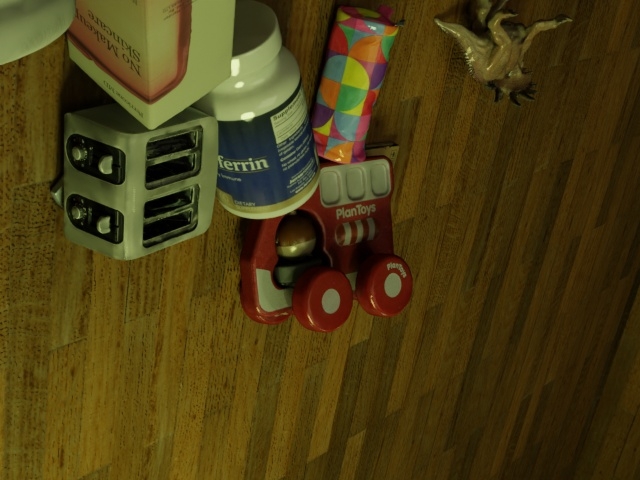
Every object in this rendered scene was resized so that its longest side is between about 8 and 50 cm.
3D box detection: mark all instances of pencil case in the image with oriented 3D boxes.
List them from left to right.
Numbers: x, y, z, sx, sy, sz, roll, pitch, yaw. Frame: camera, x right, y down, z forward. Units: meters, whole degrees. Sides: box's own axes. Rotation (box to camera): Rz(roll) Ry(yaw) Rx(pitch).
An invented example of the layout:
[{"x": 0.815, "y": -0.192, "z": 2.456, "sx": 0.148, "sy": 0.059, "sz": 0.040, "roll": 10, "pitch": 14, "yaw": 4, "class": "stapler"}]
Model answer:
[{"x": 0.049, "y": -0.234, "z": 1.507, "sx": 0.104, "sy": 0.104, "sz": 0.236, "roll": -10, "pitch": 123, "yaw": -50, "class": "pencil case"}]

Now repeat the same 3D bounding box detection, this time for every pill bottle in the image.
[{"x": -0.092, "y": -0.168, "z": 1.314, "sx": 0.153, "sy": 0.153, "sz": 0.265, "roll": -42, "pitch": 142, "yaw": -26, "class": "pill bottle"}]

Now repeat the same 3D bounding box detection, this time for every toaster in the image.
[{"x": -0.215, "y": -0.081, "z": 1.230, "sx": 0.185, "sy": 0.110, "sz": 0.168, "roll": -23, "pitch": 129, "yaw": -48, "class": "toaster"}]

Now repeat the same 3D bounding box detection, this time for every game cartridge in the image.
[{"x": -0.296, "y": -0.055, "z": 1.249, "sx": 0.056, "sy": 0.017, "sz": 0.083, "roll": -57, "pitch": 147, "yaw": -13, "class": "game cartridge"}]

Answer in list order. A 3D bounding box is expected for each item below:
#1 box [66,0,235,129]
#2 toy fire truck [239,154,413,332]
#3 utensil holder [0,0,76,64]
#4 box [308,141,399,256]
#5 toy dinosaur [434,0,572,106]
[{"x": -0.183, "y": -0.258, "z": 1.067, "sx": 0.127, "sy": 0.148, "sz": 0.232, "roll": -40, "pitch": 161, "yaw": -26, "class": "box"}, {"x": 0.000, "y": 0.000, "z": 1.569, "sx": 0.302, "sy": 0.169, "sz": 0.254, "roll": -10, "pitch": 98, "yaw": -39, "class": "toy fire truck"}, {"x": -0.347, "y": -0.341, "z": 0.694, "sx": 0.327, "sy": 0.327, "sz": 0.386, "roll": -26, "pitch": 131, "yaw": -41, "class": "utensil holder"}, {"x": 0.055, "y": -0.065, "z": 1.708, "sx": 0.164, "sy": 0.021, "sz": 0.201, "roll": -13, "pitch": 124, "yaw": -49, "class": "box"}, {"x": 0.310, "y": -0.323, "z": 1.775, "sx": 0.295, "sy": 0.127, "sz": 0.200, "roll": -10, "pitch": 129, "yaw": -43, "class": "toy dinosaur"}]
